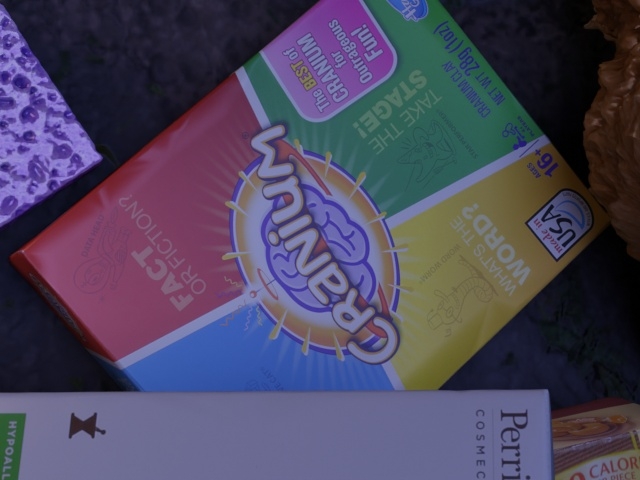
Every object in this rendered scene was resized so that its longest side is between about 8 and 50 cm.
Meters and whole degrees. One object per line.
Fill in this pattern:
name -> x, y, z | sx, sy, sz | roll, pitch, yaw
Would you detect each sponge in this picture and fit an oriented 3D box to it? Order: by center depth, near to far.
sponge -> -0.238, -0.104, 0.986 | 0.117, 0.031, 0.210 | -34, 95, -18

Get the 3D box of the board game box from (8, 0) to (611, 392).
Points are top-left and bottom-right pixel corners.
board game box -> 0.000, 0.000, 1.033 | 0.316, 0.064, 0.242 | -42, 98, -17

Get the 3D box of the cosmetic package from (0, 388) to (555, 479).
cosmetic package -> -0.060, 0.189, 0.831 | 0.365, 0.155, 0.197 | -3, 64, 7

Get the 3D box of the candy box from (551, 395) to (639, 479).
candy box -> 0.142, 0.273, 1.008 | 0.182, 0.087, 0.317 | -10, 100, -20

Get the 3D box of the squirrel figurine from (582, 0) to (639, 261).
squirrel figurine -> 0.358, -0.087, 1.052 | 0.397, 0.281, 0.370 | 40, 67, -15
